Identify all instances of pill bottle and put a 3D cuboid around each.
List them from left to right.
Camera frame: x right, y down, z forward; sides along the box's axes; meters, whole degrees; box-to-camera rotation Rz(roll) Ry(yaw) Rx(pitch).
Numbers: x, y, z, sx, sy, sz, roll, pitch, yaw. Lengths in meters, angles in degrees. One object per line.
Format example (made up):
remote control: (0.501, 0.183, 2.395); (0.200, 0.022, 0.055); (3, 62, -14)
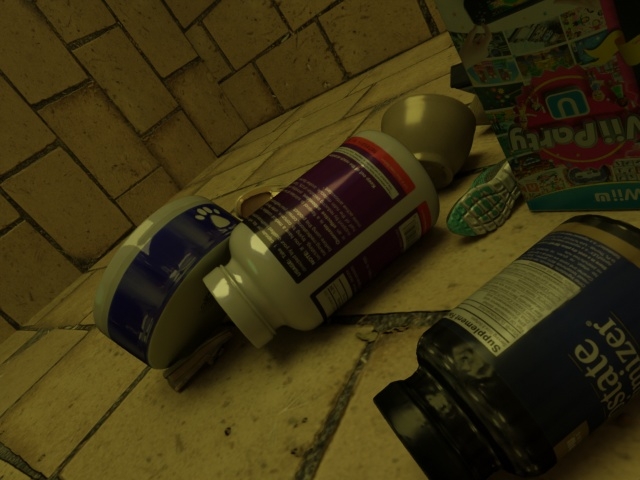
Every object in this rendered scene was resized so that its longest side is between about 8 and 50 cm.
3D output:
pill bottle: (0.000, 0.000, 0.643); (0.323, 0.182, 0.181); (-39, 23, -11)
pill bottle: (0.153, 0.090, 0.337); (0.219, 0.123, 0.123); (-37, 23, -5)

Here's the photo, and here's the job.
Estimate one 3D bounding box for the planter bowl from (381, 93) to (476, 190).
planter bowl: (0.178, -0.152, 0.766); (0.162, 0.162, 0.109); (-12, 57, 42)

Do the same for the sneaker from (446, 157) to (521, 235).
sneaker: (0.232, -0.061, 0.628); (0.166, 0.065, 0.076); (-37, 6, -15)

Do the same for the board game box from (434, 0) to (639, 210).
board game box: (0.281, -0.176, 0.451); (0.097, 0.303, 0.224); (-47, 26, -24)

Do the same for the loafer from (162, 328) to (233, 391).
loafer: (-0.189, 0.191, 0.719); (0.125, 0.039, 0.045); (-35, -11, -8)

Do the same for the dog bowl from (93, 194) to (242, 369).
dog bowl: (-0.216, 0.067, 0.720); (0.265, 0.104, 0.265); (-55, -12, -18)

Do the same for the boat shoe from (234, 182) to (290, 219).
boat shoe: (-0.054, -0.063, 0.736); (0.169, 0.063, 0.059); (-12, 15, -19)

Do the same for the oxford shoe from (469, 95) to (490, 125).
oxford shoe: (0.388, -0.347, 0.888); (0.130, 0.123, 0.348); (-13, 30, 52)

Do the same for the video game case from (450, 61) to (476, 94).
video game case: (0.362, -0.228, 0.602); (0.248, 0.035, 0.274); (1, 1, -35)
